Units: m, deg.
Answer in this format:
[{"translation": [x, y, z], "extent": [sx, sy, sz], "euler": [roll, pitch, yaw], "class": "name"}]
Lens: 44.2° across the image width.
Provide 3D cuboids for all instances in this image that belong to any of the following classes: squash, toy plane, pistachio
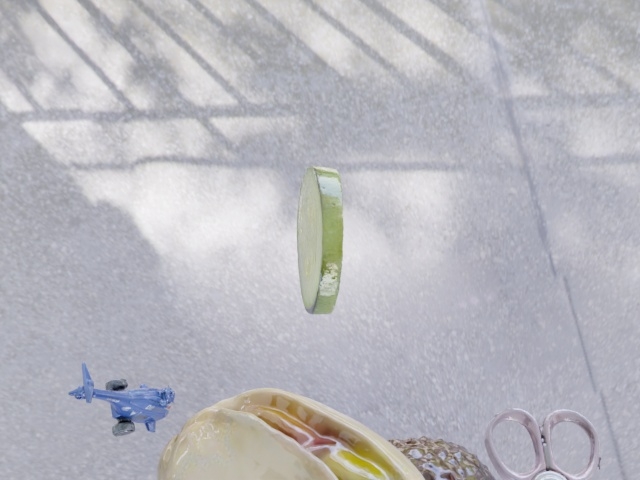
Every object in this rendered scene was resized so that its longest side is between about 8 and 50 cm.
[{"translation": [0.000, 0.000, 1.327], "extent": [0.049, 0.252, 0.252], "euler": [1, 67, -11], "class": "squash"}, {"translation": [-0.181, 0.148, 0.737], "extent": [0.062, 0.167, 0.054], "euler": [-21, 67, 12], "class": "toy plane"}, {"translation": [-0.015, 0.172, 0.514], "extent": [0.200, 0.117, 0.145], "euler": [14, 115, 30], "class": "pistachio"}]

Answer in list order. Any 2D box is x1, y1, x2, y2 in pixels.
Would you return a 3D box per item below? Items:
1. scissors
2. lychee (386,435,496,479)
[{"translation": [0.229, 0.280, 0.774], "extent": [0.118, 0.030, 0.242], "euler": [3, 55, -1], "class": "scissors"}, {"translation": [0.095, 0.354, 0.932], "extent": [0.261, 0.260, 0.260], "euler": [-4, 67, 11], "class": "lychee"}]
